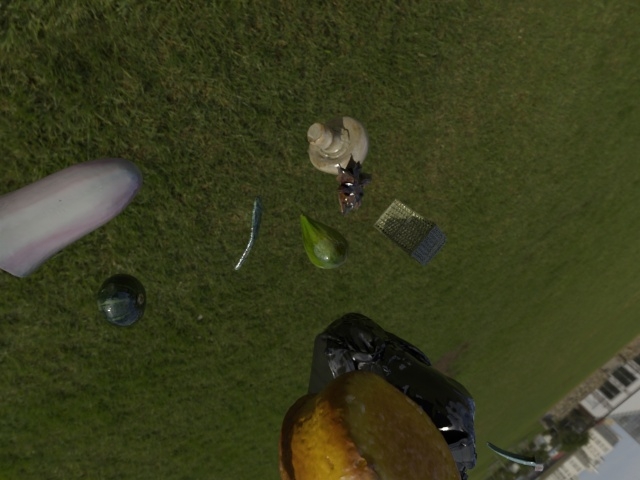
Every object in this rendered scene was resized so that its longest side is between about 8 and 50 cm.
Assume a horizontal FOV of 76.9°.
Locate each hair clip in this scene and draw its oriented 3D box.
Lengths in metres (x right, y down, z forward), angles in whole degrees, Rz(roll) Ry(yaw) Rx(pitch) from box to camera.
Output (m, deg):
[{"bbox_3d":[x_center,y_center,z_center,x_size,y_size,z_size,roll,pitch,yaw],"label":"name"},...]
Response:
[{"bbox_3d":[-0.203,-0.019,1.179,0.066,0.036,0.228,-54,162,-85],"label":"hair clip"}]

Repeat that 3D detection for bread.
[{"bbox_3d":[0.080,0.357,0.634,0.312,0.312,0.172,16,121,-48],"label":"bread"}]

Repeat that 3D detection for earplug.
[{"bbox_3d":[-0.513,-0.077,0.827,0.301,0.172,0.172,-33,143,-13],"label":"earplug"}]

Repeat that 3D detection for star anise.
[{"bbox_3d":[0.076,-0.125,0.864,0.129,0.056,0.124,-33,123,-48],"label":"star anise"}]

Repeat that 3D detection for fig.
[{"bbox_3d":[0.000,0.017,1.543,0.167,0.234,0.167,-61,176,-7],"label":"fig"}]

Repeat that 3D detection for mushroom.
[{"bbox_3d":[0.045,-0.319,1.304,0.209,0.206,0.206,38,101,-28],"label":"mushroom"}]

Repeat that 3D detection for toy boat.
[{"bbox_3d":[0.471,0.527,0.983,0.096,0.122,0.034,49,51,-60],"label":"toy boat"}]

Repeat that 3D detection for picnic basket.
[{"bbox_3d":[0.314,-0.027,1.401,0.134,0.196,0.154,-53,140,6],"label":"picnic basket"}]

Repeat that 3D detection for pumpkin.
[{"bbox_3d":[-0.607,0.182,1.232,0.125,0.167,0.167,7,134,2],"label":"pumpkin"}]

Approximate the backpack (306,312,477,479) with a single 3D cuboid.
[{"bbox_3d":[0.158,0.395,0.964,0.255,0.446,0.362,-20,121,-46],"label":"backpack"}]
